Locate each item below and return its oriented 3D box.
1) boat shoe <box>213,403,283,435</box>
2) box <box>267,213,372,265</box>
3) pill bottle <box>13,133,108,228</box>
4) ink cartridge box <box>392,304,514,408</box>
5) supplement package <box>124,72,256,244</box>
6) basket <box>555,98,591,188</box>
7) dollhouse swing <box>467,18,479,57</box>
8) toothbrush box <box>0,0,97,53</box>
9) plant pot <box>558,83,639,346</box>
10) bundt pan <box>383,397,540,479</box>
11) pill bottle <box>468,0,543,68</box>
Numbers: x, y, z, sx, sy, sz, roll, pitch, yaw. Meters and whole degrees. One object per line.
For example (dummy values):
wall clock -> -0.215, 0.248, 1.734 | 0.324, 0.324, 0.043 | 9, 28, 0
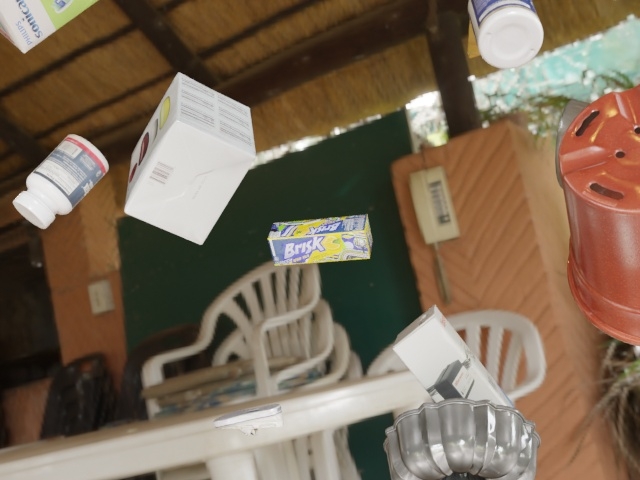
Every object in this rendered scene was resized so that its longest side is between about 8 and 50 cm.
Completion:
boat shoe -> -0.094, 0.242, 1.139 | 0.100, 0.035, 0.035 | -15, 3, 17
box -> 0.000, 0.000, 1.467 | 0.169, 0.059, 0.054 | -4, 32, 14
pill bottle -> -0.519, -0.114, 1.717 | 0.180, 0.108, 0.108 | -53, 9, -23
ink cartridge box -> 0.316, 0.319, 2.032 | 0.129, 0.307, 0.223 | -39, -3, 8
supplement package -> -0.225, -0.143, 1.482 | 0.149, 0.203, 0.194 | 25, -64, -22
basket -> 0.555, -0.156, 1.539 | 0.227, 0.154, 0.204 | 12, -18, 29
dollhouse swing -> 0.470, -0.560, 1.763 | 0.305, 0.315, 0.347 | 6, -13, 8
toothbrush box -> -0.405, -0.445, 1.281 | 0.283, 0.206, 0.122 | -42, -27, -17
plant pot -> 0.430, -0.043, 1.102 | 0.273, 0.272, 0.265 | -15, -40, 18
bundt pan -> 0.294, 0.469, 1.779 | 0.331, 0.124, 0.330 | 2, -46, 2
pill bottle -> 0.271, -0.337, 1.288 | 0.094, 0.169, 0.094 | 0, -49, 0
